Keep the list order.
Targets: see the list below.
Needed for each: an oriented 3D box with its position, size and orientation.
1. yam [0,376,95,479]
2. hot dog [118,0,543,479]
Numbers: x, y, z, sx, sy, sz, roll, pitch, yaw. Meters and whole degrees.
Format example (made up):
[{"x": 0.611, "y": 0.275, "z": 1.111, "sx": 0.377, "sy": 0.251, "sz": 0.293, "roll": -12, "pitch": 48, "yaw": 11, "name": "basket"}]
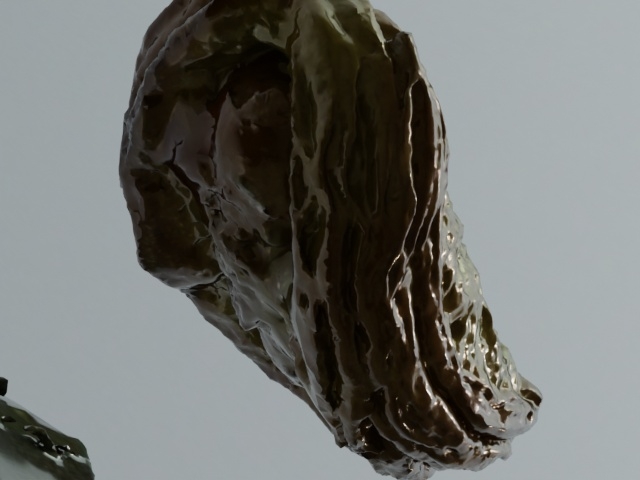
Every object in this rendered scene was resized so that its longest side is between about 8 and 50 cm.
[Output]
[{"x": -0.250, "y": 0.067, "z": 0.492, "sx": 0.348, "sy": 0.241, "sz": 0.241, "roll": 31, "pitch": -88, "yaw": -21, "name": "yam"}, {"x": -0.002, "y": 0.003, "z": 0.783, "sx": 0.114, "sy": 0.175, "sz": 0.259, "roll": -39, "pitch": -46, "yaw": -15, "name": "hot dog"}]
